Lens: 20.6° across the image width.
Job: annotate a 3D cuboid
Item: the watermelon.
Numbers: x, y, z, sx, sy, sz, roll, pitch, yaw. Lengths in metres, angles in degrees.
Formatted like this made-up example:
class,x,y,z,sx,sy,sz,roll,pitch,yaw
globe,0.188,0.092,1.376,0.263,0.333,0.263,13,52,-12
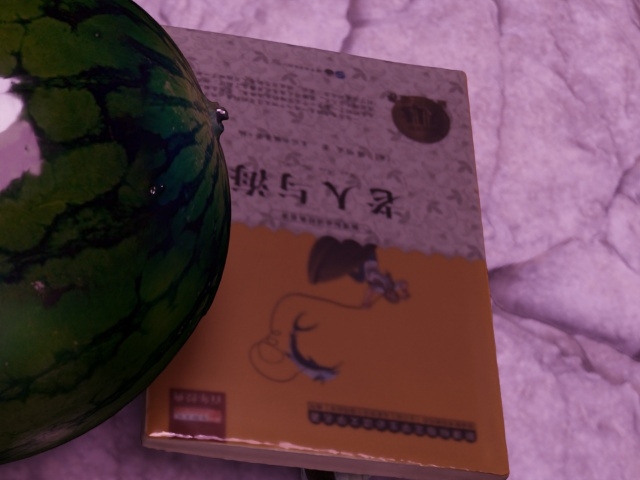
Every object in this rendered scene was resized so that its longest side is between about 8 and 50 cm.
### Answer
class,x,y,z,sx,sy,sz,roll,pitch,yaw
watermelon,-0.229,-0.019,1.123,0.363,0.363,0.363,7,63,-14

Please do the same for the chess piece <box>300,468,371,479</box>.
class,x,y,z,sx,sy,sz,roll,pitch,yaw
chess piece,0.059,0.151,1.298,0.149,0.059,0.059,-15,70,-31

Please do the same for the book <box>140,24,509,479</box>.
class,x,y,z,sx,sy,sz,roll,pitch,yaw
book,0.000,0.000,1.326,0.269,0.032,0.389,7,53,-14
